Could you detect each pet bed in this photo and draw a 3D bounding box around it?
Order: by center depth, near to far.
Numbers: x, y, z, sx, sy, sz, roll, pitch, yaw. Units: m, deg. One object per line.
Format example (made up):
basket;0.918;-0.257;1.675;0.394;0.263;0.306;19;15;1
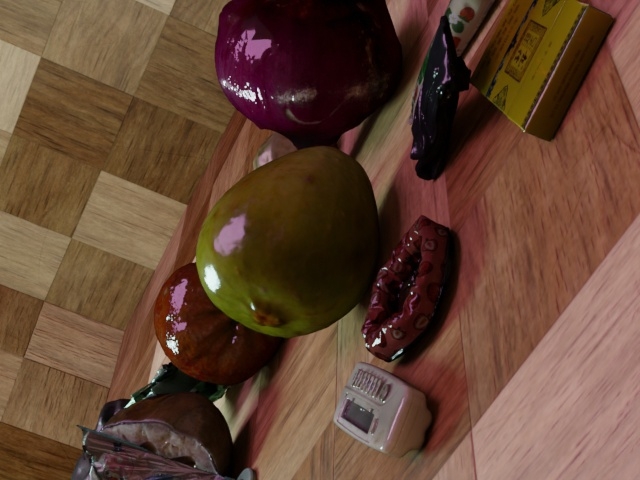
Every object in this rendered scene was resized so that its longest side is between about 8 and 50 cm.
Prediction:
pet bed;0.110;0.063;1.480;0.201;0.053;0.201;-62;9;17

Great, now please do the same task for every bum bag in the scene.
bum bag;0.160;-0.187;1.559;0.248;0.060;0.123;102;178;-63

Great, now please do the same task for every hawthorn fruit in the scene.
hawthorn fruit;-0.189;0.144;2.139;0.261;0.258;0.258;-9;55;42

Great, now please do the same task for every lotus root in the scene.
lotus root;-0.275;0.388;2.092;0.272;0.272;0.192;-60;3;30

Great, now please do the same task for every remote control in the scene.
remote control;0.074;0.202;1.399;0.230;0.049;0.090;-172;104;-76

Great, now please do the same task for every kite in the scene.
kite;-0.299;0.482;1.990;0.368;0.406;0.014;-28;-8;12

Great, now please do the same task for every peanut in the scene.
peanut;-0.058;-0.115;2.240;0.152;0.152;0.313;126;159;-46

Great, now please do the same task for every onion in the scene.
onion;-0.013;-0.277;2.073;0.348;0.347;0.385;-94;-4;-63

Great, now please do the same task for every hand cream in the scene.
hand cream;0.191;-0.295;1.742;0.095;0.059;0.276;-79;13;-48

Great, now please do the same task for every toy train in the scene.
toy train;-0.258;0.289;2.274;0.269;0.115;0.154;-34;-16;-50

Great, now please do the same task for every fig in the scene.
fig;-0.029;-0.012;1.738;0.326;0.258;0.258;-59;6;-36

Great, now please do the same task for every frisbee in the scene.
frisbee;-0.134;0.429;1.933;0.110;0.014;0.110;-60;16;29

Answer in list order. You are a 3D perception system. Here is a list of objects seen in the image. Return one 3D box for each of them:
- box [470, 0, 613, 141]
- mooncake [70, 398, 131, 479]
box;0.256;-0.224;1.398;0.153;0.041;0.279;-64;13;15
mooncake;-0.453;0.557;2.612;0.381;0.212;0.351;-91;21;-65
